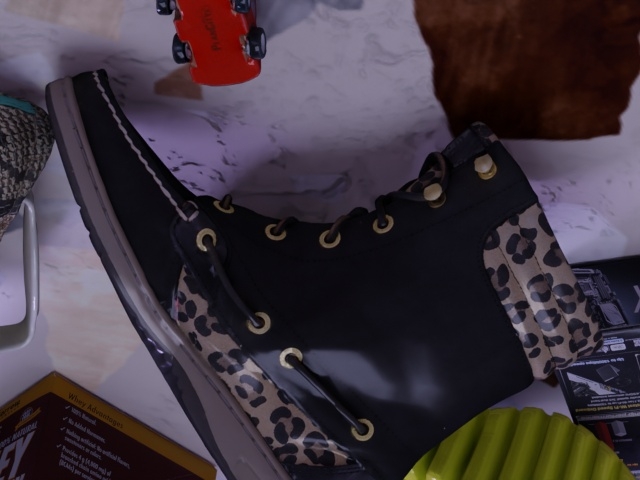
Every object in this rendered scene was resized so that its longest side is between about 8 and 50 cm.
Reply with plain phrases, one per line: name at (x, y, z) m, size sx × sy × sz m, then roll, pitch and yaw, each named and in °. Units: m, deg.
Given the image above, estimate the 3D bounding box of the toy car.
toy car at (-0.067, -0.220, 1.081) m, size 0.225 × 0.053 × 0.239 m, roll -30°, pitch 127°, yaw 33°

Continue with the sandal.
sandal at (0.141, 0.200, 1.419) m, size 0.317 × 0.126 × 0.138 m, roll 23°, pitch 162°, yaw 36°

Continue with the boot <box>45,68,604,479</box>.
boot at (0.000, 0.000, 1.227) m, size 0.284 × 0.377 × 0.138 m, roll -29°, pitch 175°, yaw -2°

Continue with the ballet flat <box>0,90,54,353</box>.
ballet flat at (-0.312, 0.086, 1.335) m, size 0.182 × 0.164 × 0.483 m, roll 1°, pitch 130°, yaw -36°

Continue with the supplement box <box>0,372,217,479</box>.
supplement box at (-0.214, 0.260, 1.519) m, size 0.191 × 0.194 × 0.129 m, roll 35°, pitch 131°, yaw -27°

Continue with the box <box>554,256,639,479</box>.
box at (0.350, 0.106, 1.364) m, size 0.307 × 0.076 × 0.242 m, roll -9°, pitch 136°, yaw 17°
